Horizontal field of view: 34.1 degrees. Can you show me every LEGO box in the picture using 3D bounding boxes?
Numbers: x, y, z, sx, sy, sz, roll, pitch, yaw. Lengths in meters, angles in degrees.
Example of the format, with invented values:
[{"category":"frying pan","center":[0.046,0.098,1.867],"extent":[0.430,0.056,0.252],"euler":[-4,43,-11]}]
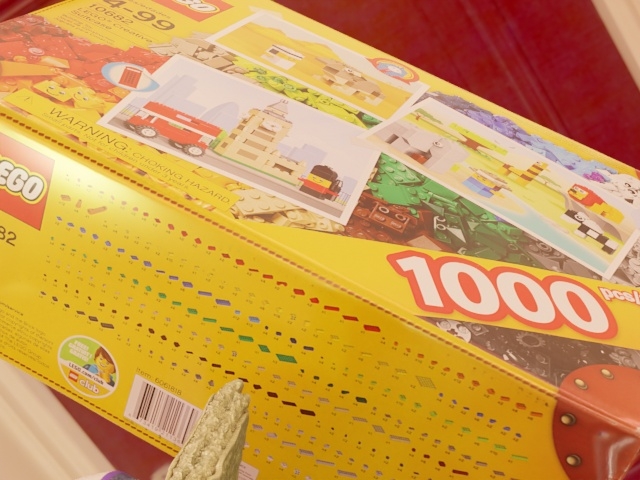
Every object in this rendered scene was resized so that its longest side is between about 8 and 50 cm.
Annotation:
[{"category":"LEGO box","center":[0.000,0.000,0.794],"extent":[0.372,0.500,0.193],"euler":[-48,-19,-58]}]

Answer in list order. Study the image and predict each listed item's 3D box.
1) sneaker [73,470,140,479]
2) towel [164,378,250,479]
[{"category":"sneaker","center":[0.018,0.237,0.576],"extent":[0.236,0.323,0.130],"euler":[-26,5,14]},{"category":"towel","center":[-0.063,0.141,0.501],"extent":[0.027,0.110,0.148],"euler":[11,18,3]}]
